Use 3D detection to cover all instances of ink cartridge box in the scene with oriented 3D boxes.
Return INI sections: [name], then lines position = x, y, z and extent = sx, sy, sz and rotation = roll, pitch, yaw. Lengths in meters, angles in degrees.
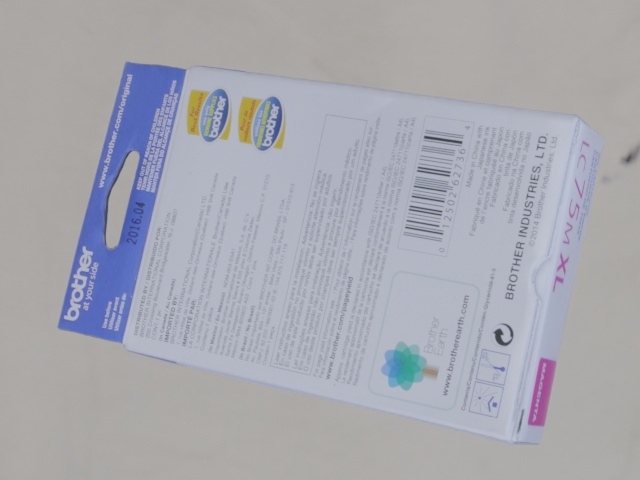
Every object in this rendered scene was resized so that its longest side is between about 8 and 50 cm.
[ink cartridge box]
position = 0.000, 0.000, 0.962
extent = 0.065, 0.311, 0.186
rotation = 22, 79, -65
